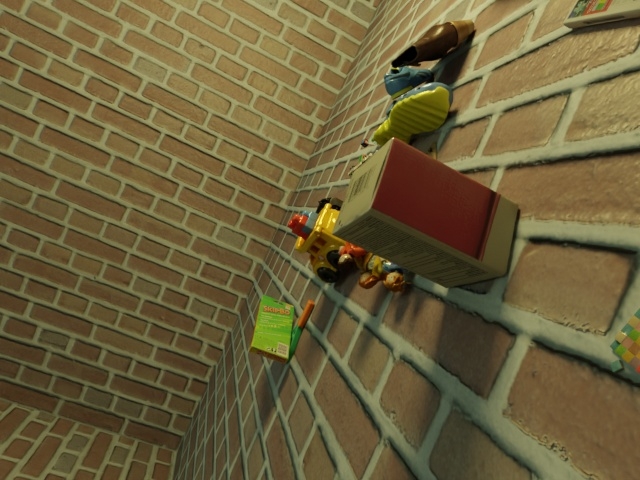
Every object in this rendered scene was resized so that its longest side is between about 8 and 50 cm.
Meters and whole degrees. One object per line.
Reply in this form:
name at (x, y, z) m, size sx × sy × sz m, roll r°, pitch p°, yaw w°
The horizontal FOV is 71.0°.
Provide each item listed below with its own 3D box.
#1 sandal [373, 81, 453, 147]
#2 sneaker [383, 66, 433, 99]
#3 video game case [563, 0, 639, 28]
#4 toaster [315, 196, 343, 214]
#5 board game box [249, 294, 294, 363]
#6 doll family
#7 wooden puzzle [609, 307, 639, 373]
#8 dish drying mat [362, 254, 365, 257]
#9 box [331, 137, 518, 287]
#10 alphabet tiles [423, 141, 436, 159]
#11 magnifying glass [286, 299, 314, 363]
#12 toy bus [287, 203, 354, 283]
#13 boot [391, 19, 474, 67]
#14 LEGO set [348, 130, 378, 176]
sandal at (0.243, -0.346, 1.187) m, size 0.138 × 0.126 × 0.317 m, roll -64°, pitch 14°, yaw -12°
sneaker at (0.253, -0.472, 1.285) m, size 0.209 × 0.082 × 0.069 m, roll -37°, pitch 11°, yaw -39°
video game case at (0.469, -0.416, 0.649) m, size 0.201 × 0.023 × 0.183 m, roll -63°, pitch 14°, yaw 16°
toaster at (0.027, -0.050, 1.507) m, size 0.167 × 0.110 × 0.186 m, roll -66°, pitch 14°, yaw -4°
board game box at (-0.157, 0.288, 1.498) m, size 0.259 × 0.124 × 0.039 m, roll -85°, pitch 21°, yaw -57°
doll family at (0.151, 0.031, 0.954) m, size 0.263 × 0.118 × 0.163 m, roll -11°, pitch 48°, yaw 52°
wooden puzzle at (0.305, 0.095, 0.423) m, size 0.083 × 0.006 × 0.049 m, roll -61°, pitch 14°, yaw 18°
dish drying mat at (0.105, 0.050, 1.257) m, size 0.083 × 0.008 × 0.032 m, roll -50°, pitch 21°, yaw 48°
box at (0.161, -0.033, 0.705) m, size 0.149 × 0.233 × 0.126 m, roll -33°, pitch 35°, yaw 66°
alphabet tiles at (0.220, -0.134, 1.141) m, size 0.237 × 0.009 × 0.198 m, roll -50°, pitch 20°, yaw 46°
magnifying glass at (-0.079, 0.302, 1.486) m, size 0.230 × 0.026 × 0.092 m, roll -63°, pitch 13°, yaw 9°
toy bus at (0.000, 0.000, 1.288) m, size 0.220 × 0.212 × 0.149 m, roll -52°, pitch 15°, yaw 52°
boot at (0.274, -0.528, 1.237) m, size 0.207 × 0.090 × 0.248 m, roll -29°, pitch 13°, yaw -15°
LEGO set at (0.175, -0.279, 1.521) m, size 0.182 × 0.060 × 0.244 m, roll -59°, pitch 22°, yaw 7°
